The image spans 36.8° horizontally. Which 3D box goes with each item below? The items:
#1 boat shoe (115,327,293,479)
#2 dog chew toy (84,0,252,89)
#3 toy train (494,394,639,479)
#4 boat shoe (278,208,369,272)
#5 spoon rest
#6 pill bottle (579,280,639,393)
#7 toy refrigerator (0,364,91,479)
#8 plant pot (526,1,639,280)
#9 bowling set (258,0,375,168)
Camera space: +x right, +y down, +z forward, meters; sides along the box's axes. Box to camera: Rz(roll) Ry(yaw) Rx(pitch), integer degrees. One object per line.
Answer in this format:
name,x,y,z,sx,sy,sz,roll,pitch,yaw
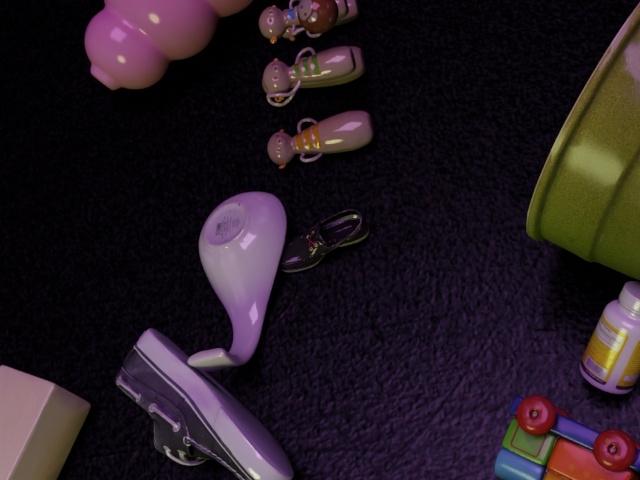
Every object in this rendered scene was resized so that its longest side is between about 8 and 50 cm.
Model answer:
boat shoe,-0.152,0.222,1.157,0.301,0.108,0.102,36,86,37
dog chew toy,-0.222,-0.365,1.426,0.206,0.206,0.332,35,87,28
toy train,0.296,0.270,0.999,0.248,0.105,0.143,22,84,30
boat shoe,-0.001,-0.002,1.262,0.133,0.042,0.049,-25,63,6
spoon rest,-0.110,0.052,1.253,0.137,0.084,0.276,-15,49,27
pill bottle,0.335,0.106,1.056,0.065,0.065,0.116,33,122,28
toy refrigerator,-0.403,0.306,1.210,0.102,0.094,0.269,11,68,29
plant pot,0.463,-0.065,0.987,0.353,0.366,0.366,35,79,20
bowling set,-0.031,-0.268,1.317,0.154,0.200,0.287,-12,58,13
